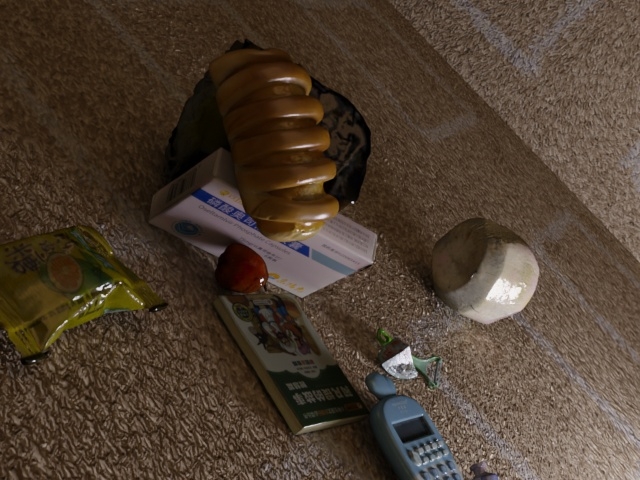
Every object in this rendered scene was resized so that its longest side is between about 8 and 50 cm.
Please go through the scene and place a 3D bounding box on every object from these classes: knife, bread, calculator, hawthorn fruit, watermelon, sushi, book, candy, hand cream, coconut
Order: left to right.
[{"bbox_3d":[-0.351,0.061,1.442,0.187,0.081,0.297,47,26,10],"label":"candy"},{"bbox_3d":[-0.128,0.052,1.779,0.093,0.081,0.081,23,32,-23],"label":"hawthorn fruit"},{"bbox_3d":[-0.103,-0.169,1.897,0.294,0.299,0.281,25,53,-31],"label":"sushi"},{"bbox_3d":[-0.059,-0.153,1.662,0.173,0.121,0.311,-11,83,-43],"label":"bread"},{"bbox_3d":[-0.046,0.197,1.747,0.202,0.027,0.264,4,46,-56],"label":"book"},{"bbox_3d":[0.154,0.219,1.964,0.085,0.061,0.085,19,43,-19],"label":"watermelon"},{"bbox_3d":[0.167,0.222,2.028,0.166,0.022,0.078,33,41,-20],"label":"knife"},{"bbox_3d":[0.163,0.355,1.774,0.303,0.042,0.188,57,23,19],"label":"calculator"},{"bbox_3d":[0.369,0.068,2.338,0.230,0.227,0.227,23,33,-40],"label":"coconut"},{"bbox_3d":[0.300,0.458,1.845,0.084,0.053,0.142,11,51,-50],"label":"hand cream"}]

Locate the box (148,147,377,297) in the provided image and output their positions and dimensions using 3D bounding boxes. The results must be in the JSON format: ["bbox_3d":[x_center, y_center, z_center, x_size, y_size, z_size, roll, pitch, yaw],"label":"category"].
[{"bbox_3d":[-0.095,-0.020,1.797,0.343,0.200,0.065,28,52,-31],"label":"box"}]
